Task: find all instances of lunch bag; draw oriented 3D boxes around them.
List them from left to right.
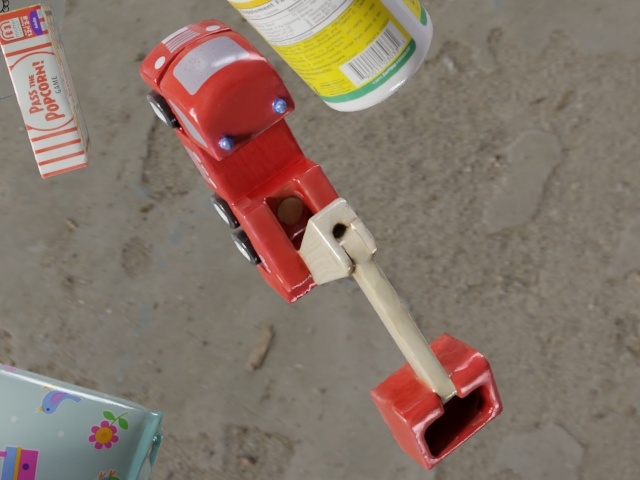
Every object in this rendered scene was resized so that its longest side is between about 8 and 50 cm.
[{"bbox_3d":[-0.268,0.243,1.070,0.223,0.160,0.262,18,71,-2],"label":"lunch bag"}]

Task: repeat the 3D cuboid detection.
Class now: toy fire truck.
[{"bbox_3d":[0.000,0.000,0.574,0.047,0.135,0.192,-37,125,-11],"label":"toy fire truck"}]

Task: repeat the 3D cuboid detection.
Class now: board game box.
[{"bbox_3d":[-0.254,-0.144,1.205,0.045,0.193,0.147,-16,101,-6],"label":"board game box"}]

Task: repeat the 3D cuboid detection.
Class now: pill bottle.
[{"bbox_3d":[-0.011,-0.210,1.036,0.208,0.117,0.118,43,77,-35],"label":"pill bottle"}]

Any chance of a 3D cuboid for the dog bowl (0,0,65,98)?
[{"bbox_3d":[-0.467,-0.321,1.723,0.265,0.104,0.265,-30,127,-51],"label":"dog bowl"}]
